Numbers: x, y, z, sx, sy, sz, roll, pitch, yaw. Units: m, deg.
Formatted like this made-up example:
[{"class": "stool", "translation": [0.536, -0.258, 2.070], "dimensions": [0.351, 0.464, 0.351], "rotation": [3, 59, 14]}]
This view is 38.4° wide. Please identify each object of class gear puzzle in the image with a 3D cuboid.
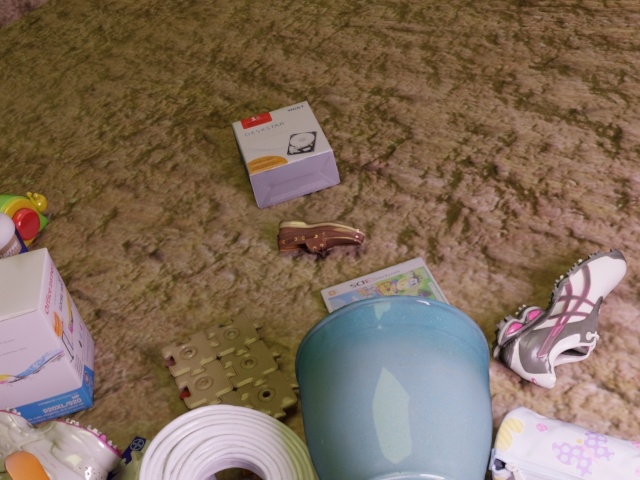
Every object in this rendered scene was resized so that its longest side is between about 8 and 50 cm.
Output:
[{"class": "gear puzzle", "translation": [-0.125, 0.252, 1.460], "dimensions": [0.175, 0.044, 0.339], "rotation": [-23, 40, -13]}]

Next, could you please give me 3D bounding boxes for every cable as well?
[{"class": "cable", "translation": [-0.120, 0.339, 1.222], "dimensions": [0.257, 0.089, 0.257], "rotation": [-6, 48, -12]}]

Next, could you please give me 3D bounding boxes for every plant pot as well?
[{"class": "plant pot", "translation": [0.104, 0.254, 1.191], "dimensions": [0.271, 0.272, 0.255], "rotation": [-10, 40, 6]}]

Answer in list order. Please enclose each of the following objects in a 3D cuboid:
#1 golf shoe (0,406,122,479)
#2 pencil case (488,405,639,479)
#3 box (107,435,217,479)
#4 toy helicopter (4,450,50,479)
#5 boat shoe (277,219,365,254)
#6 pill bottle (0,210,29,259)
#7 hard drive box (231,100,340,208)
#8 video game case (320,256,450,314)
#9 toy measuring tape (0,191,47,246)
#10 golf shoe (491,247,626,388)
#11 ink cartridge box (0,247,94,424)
[{"class": "golf shoe", "translation": [-0.434, 0.323, 1.327], "dimensions": [0.306, 0.115, 0.140], "rotation": [1, 56, 33]}, {"class": "pencil case", "translation": [0.354, 0.296, 1.162], "dimensions": [0.273, 0.124, 0.113], "rotation": [12, 88, 28]}, {"class": "box", "translation": [-0.239, 0.365, 1.323], "dimensions": [0.137, 0.072, 0.126], "rotation": [10, 44, 29]}, {"class": "toy helicopter", "translation": [-0.317, 0.416, 1.172], "dimensions": [0.355, 0.235, 0.140], "rotation": [18, 25, 10]}, {"class": "boat shoe", "translation": [0.000, 0.000, 1.728], "dimensions": [0.178, 0.064, 0.060], "rotation": [3, 71, 25]}, {"class": "pill bottle", "translation": [-0.624, 0.038, 1.714], "dimensions": [0.153, 0.265, 0.153], "rotation": [-9, 38, 7]}, {"class": "hard drive box", "translation": [-0.079, -0.187, 1.963], "dimensions": [0.181, 0.089, 0.232], "rotation": [-18, 37, -5]}, {"class": "video game case", "translation": [0.117, 0.122, 1.552], "dimensions": [0.193, 0.023, 0.212], "rotation": [-19, 37, -5]}, {"class": "toy measuring tape", "translation": [-0.686, -0.003, 1.914], "dimensions": [0.121, 0.121, 0.330], "rotation": [8, 43, 28]}, {"class": "golf shoe", "translation": [0.391, 0.122, 1.416], "dimensions": [0.273, 0.105, 0.120], "rotation": [-36, 57, -17]}, {"class": "ink cartridge box", "translation": [-0.498, 0.165, 1.533], "dimensions": [0.168, 0.233, 0.171], "rotation": [-16, 37, -1]}]
